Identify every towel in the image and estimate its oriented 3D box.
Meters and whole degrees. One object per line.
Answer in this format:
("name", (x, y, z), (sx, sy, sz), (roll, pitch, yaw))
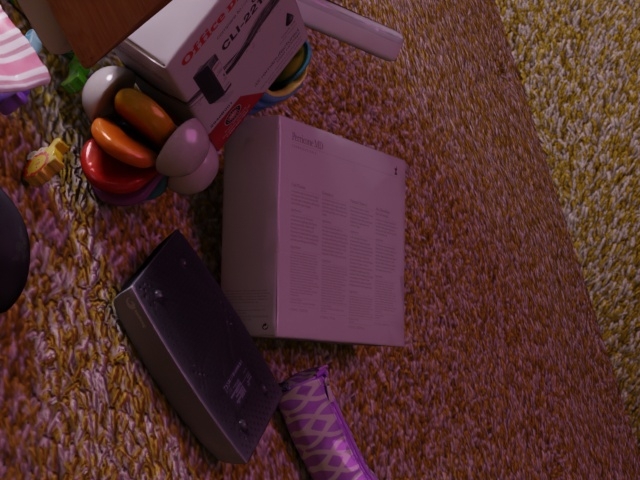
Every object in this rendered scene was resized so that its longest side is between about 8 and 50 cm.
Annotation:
("towel", (-0.379, -0.228, 1.344), (0.197, 0.029, 0.144), (53, 36, 11))

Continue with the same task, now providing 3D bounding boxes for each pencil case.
("pencil case", (0.013, 0.261, 1.726), (0.206, 0.088, 0.086), (64, 27, -6))

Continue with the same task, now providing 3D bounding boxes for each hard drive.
("hard drive", (-0.145, 0.130, 1.565), (0.254, 0.054, 0.172), (59, 26, -16))
("hard drive", (-0.080, -0.353, 1.842), (0.353, 0.047, 0.233), (18, 12, -34))

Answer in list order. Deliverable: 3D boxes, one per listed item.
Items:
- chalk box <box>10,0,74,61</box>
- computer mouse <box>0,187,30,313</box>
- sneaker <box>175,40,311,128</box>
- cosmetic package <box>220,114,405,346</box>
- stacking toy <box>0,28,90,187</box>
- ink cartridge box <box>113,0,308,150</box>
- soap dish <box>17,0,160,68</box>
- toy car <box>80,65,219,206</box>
("chalk box", (-0.279, -0.314, 1.590), (0.213, 0.132, 0.132), (46, 32, -35))
("computer mouse", (-0.365, -0.037, 1.256), (0.272, 0.072, 0.188), (49, 29, -32))
("sneaker", (-0.097, -0.266, 1.817), (0.127, 0.208, 0.319), (46, 32, -33))
("cosmetic package", (0.000, 0.000, 1.822), (0.377, 0.097, 0.284), (13, 78, -60))
("stacking toy", (-0.341, -0.187, 1.465), (0.167, 0.052, 0.221), (50, 28, -35))
("ink cartridge box", (-0.132, -0.252, 1.547), (0.114, 0.197, 0.273), (35, -8, 17))
("soap dish", (-0.184, -0.303, 1.007), (0.291, 0.118, 0.229), (64, 23, -17))
("toy car", (-0.216, -0.104, 1.536), (0.159, 0.136, 0.182), (36, -8, 11))
